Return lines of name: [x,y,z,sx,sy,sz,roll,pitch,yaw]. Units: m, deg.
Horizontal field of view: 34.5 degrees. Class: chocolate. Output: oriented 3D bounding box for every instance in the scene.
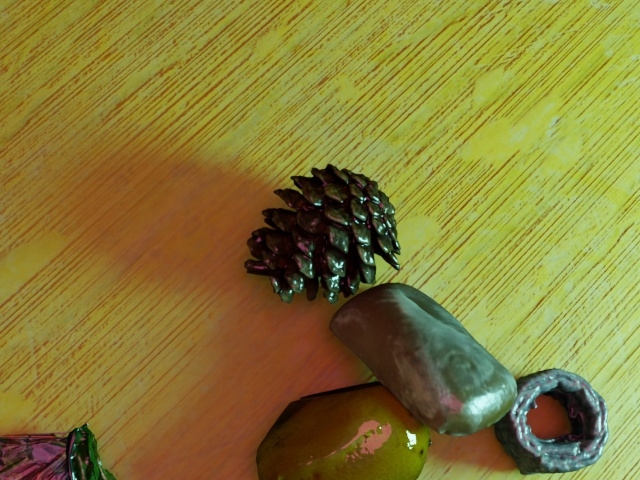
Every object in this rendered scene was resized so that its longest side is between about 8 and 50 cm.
chocolate: [0.146,0.140,1.376,0.157,0.080,0.254,-17,50,-41]

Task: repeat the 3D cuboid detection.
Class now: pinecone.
pinecone: [0.005,0.001,1.400,0.204,0.179,0.184,-45,45,-11]

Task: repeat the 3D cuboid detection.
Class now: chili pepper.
chili pepper: [-0.216,0.346,1.336,0.279,0.065,0.122,23,97,-1]

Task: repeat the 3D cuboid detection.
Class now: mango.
mango: [0.032,0.280,1.363,0.236,0.136,0.166,-11,82,-7]

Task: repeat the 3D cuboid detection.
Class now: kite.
kite: [-0.381,0.317,1.349,0.241,0.014,0.183,39,77,1]

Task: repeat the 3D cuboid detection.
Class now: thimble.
thimble: [0.319,0.253,1.434,0.150,0.098,0.150,2,76,-9]
